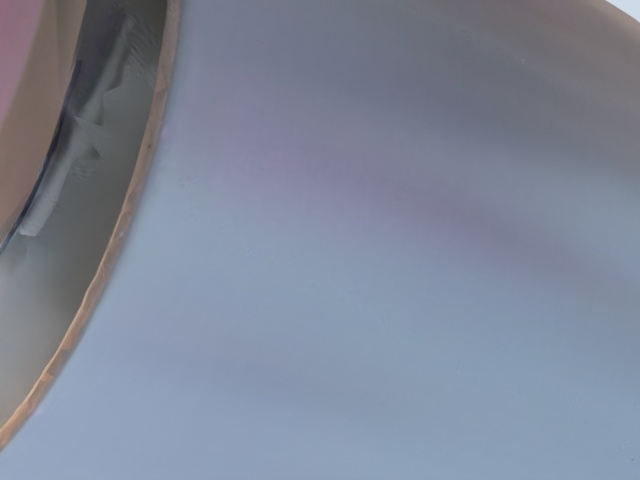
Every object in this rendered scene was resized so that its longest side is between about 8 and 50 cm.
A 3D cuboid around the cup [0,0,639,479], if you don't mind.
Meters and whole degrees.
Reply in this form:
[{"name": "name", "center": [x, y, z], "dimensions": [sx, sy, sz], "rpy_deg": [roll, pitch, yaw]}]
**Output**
[{"name": "cup", "center": [0.000, 0.000, 0.654], "dimensions": [0.253, 0.372, 0.253], "rpy_deg": [-23, -121, 44]}]
